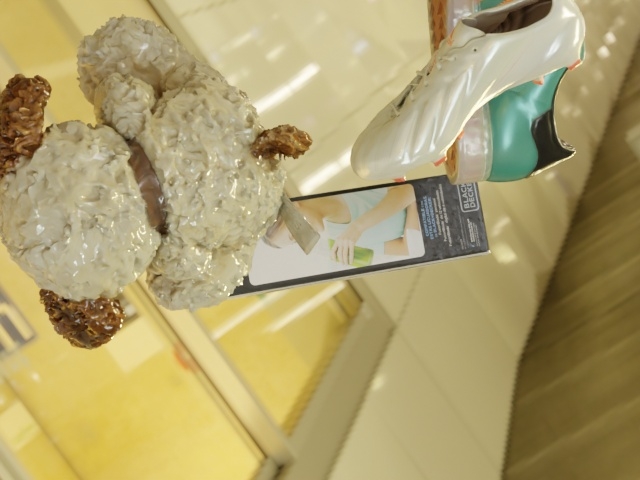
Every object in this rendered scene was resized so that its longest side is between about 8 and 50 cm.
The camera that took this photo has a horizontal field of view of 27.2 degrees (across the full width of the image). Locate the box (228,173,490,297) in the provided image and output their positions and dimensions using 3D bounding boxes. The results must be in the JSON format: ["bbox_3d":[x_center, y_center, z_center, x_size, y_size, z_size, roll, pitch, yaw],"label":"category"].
[{"bbox_3d":[0.000,0.000,1.320,0.290,0.087,0.169,-9,178,-20],"label":"box"}]

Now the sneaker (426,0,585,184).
[{"bbox_3d":[0.157,-0.199,1.114,0.121,0.302,0.108,-6,-162,-7],"label":"sneaker"}]

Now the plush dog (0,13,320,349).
[{"bbox_3d":[-0.146,-0.036,1.039,0.225,0.262,0.210,-27,-163,-31],"label":"plush dog"}]

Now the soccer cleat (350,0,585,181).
[{"bbox_3d":[0.097,-0.117,0.942,0.196,0.076,0.068,-34,-138,4],"label":"soccer cleat"}]
